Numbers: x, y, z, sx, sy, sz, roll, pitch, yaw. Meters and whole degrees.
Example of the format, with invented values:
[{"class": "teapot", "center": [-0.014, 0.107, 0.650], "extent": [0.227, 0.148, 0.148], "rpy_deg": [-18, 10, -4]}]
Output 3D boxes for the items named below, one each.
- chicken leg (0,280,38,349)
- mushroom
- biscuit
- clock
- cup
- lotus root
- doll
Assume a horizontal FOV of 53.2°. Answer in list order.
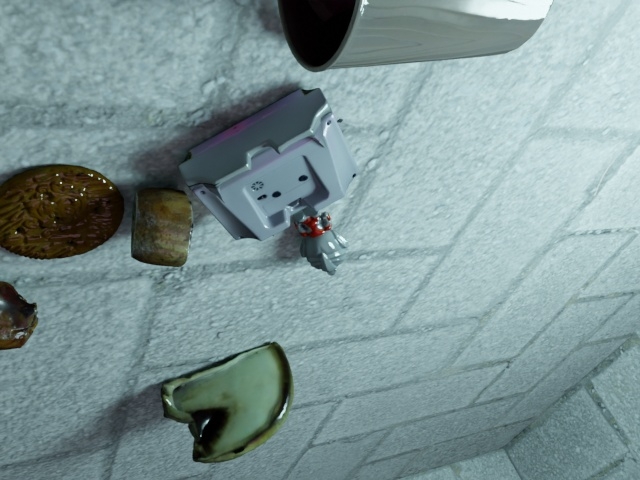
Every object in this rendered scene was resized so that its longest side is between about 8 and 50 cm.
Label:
[{"class": "chicken leg", "center": [-0.560, 0.084, 0.924], "extent": [0.304, 0.093, 0.113], "rpy_deg": [29, 101, -41]}, {"class": "mushroom", "center": [-0.197, 0.391, 1.433], "extent": [0.292, 0.217, 0.212], "rpy_deg": [-13, 147, -20]}, {"class": "biscuit", "center": [-0.378, -0.035, 0.924], "extent": [0.187, 0.027, 0.188], "rpy_deg": [-17, 144, -13]}, {"class": "clock", "center": [-0.067, -0.107, 0.982], "extent": [0.253, 0.083, 0.186], "rpy_deg": [-29, 146, 4]}, {"class": "cup", "center": [0.096, -0.286, 0.744], "extent": [0.273, 0.208, 0.288], "rpy_deg": [-11, 142, -24]}, {"class": "lotus root", "center": [-0.242, -0.019, 0.962], "extent": [0.081, 0.112, 0.122], "rpy_deg": [3, 106, -22]}, {"class": "doll", "center": [0.000, 0.000, 1.179], "extent": [0.094, 0.079, 0.180], "rpy_deg": [-15, 134, 10]}]
